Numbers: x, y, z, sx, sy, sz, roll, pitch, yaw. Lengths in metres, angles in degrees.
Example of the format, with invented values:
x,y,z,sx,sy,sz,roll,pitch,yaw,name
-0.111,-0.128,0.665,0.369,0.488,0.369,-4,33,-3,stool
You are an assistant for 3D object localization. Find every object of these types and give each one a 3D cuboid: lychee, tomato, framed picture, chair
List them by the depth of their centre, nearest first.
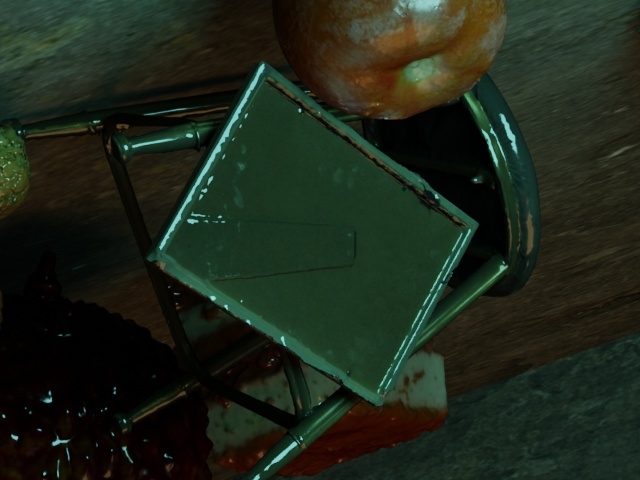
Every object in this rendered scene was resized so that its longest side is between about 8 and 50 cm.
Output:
x,y,z,sx,sy,sz,roll,pitch,yaw,name
0.060,-0.215,1.534,0.208,0.184,0.208,-15,149,-9,tomato
0.000,0.000,1.550,0.281,0.209,0.019,36,167,-27,framed picture
-0.024,-0.016,1.736,0.410,0.362,0.365,-24,-165,-21,chair
-0.340,0.247,2.115,0.425,0.500,0.424,-2,-158,1,lychee

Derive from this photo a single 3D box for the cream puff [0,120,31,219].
x,y,z,sx,sy,sz,roll,pitch,yaw,name
-0.348,-0.068,1.724,0.133,0.104,0.119,6,142,31,cream puff

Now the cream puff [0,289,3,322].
x,y,z,sx,sy,sz,roll,pitch,yaw,name
-0.484,0.110,1.844,0.343,0.231,0.327,-43,173,31,cream puff

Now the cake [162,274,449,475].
x,y,z,sx,sy,sz,roll,pitch,yaw,name
-0.015,0.130,2.284,0.269,0.319,0.270,-26,161,31,cake

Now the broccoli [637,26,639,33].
x,y,z,sx,sy,sz,roll,pitch,yaw,name
0.457,-0.265,1.848,0.165,0.145,0.304,-14,150,-19,broccoli
